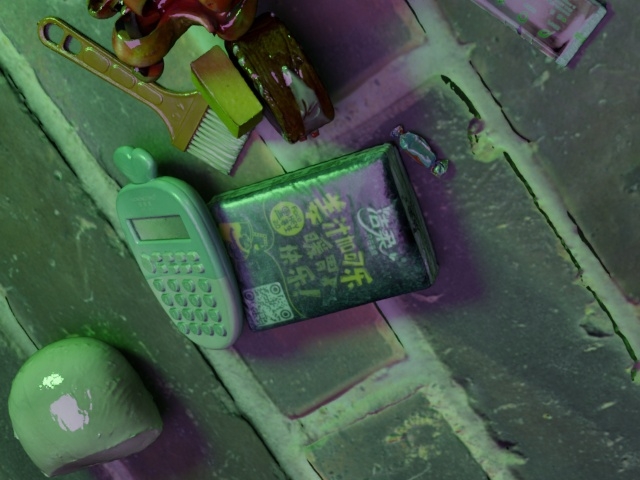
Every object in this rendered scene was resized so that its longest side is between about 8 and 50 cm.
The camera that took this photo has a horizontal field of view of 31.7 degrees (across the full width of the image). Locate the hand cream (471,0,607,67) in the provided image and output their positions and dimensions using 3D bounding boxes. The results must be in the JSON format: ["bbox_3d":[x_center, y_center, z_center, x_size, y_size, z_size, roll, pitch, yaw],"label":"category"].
[{"bbox_3d":[0.197,-0.311,1.293,0.275,0.050,0.079,34,139,-6],"label":"hand cream"}]

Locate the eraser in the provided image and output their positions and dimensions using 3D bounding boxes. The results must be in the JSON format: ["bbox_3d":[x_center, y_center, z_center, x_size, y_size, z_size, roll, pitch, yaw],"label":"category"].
[{"bbox_3d":[-0.113,-0.178,1.362,0.045,0.122,0.097,-37,91,-5],"label":"eraser"}]

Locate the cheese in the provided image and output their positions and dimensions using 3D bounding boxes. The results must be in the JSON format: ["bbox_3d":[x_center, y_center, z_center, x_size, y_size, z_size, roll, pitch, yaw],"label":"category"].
[{"bbox_3d":[-0.337,0.229,1.556,0.198,0.154,0.189,-21,98,20],"label":"cheese"}]

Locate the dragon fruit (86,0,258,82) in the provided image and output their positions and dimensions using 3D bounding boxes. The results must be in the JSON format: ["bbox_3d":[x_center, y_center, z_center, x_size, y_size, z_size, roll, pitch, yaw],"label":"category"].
[{"bbox_3d":[-0.134,-0.343,1.240,0.227,0.307,0.243,32,152,-9],"label":"dragon fruit"}]

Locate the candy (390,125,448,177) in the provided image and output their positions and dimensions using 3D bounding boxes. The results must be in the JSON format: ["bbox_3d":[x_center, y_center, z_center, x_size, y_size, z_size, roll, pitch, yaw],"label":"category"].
[{"bbox_3d":[0.124,-0.112,1.390,0.083,0.020,0.030,44,86,-2],"label":"candy"}]

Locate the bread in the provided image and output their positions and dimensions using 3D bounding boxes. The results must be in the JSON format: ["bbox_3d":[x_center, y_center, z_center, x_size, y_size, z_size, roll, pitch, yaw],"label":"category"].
[{"bbox_3d":[-0.047,-0.191,1.331,0.073,0.160,0.160,-35,99,-4],"label":"bread"}]

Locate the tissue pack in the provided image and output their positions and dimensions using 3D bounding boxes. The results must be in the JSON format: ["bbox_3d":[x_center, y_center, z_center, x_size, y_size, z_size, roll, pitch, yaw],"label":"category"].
[{"bbox_3d":[0.000,0.000,1.428,0.257,0.081,0.185,-16,105,18],"label":"tissue pack"}]

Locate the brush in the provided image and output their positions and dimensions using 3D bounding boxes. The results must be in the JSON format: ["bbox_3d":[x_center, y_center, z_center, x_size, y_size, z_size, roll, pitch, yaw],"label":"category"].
[{"bbox_3d":[-0.233,-0.198,1.451,0.314,0.017,0.090,32,114,2],"label":"brush"}]

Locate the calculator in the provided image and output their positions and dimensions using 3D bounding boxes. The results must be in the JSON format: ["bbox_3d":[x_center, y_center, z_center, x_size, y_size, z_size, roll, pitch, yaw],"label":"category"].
[{"bbox_3d":[-0.185,0.010,1.458,0.184,0.042,0.295,-2,115,50],"label":"calculator"}]
